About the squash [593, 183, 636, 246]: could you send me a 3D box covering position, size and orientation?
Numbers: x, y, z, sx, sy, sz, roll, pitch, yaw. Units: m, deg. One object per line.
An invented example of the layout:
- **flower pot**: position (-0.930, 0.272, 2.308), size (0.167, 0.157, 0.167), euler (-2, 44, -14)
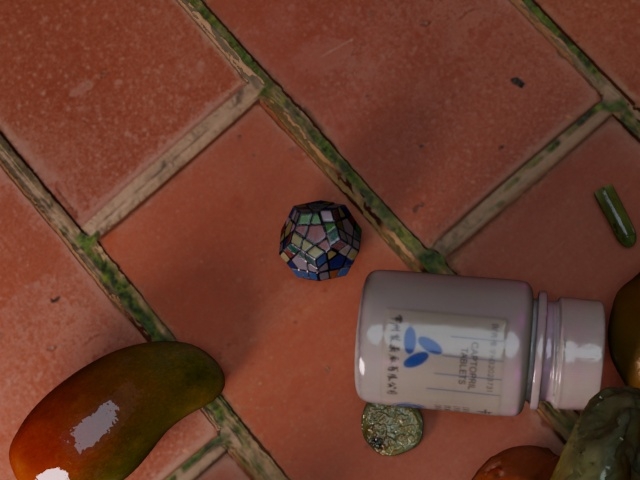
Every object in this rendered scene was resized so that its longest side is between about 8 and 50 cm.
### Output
- **squash**: position (0.380, -0.030, 1.698), size (0.027, 0.027, 0.083), euler (-26, 77, 2)

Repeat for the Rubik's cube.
- **Rubik's cube**: position (0.000, 0.000, 1.710), size (0.093, 0.111, 0.111), euler (-28, 76, 30)

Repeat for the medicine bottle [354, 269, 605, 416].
- **medicine bottle**: position (0.193, 0.127, 1.623), size (0.292, 0.170, 0.170), euler (4, 80, 7)

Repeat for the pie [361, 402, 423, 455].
- **pie**: position (0.091, 0.232, 1.694), size (0.085, 0.017, 0.085), euler (-2, 80, 9)

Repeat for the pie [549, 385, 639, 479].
- **pie**: position (0.333, 0.356, 1.437), size (0.180, 0.418, 0.395), euler (7, 80, 36)

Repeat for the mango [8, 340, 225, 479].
- **mango**: position (-0.266, 0.222, 1.691), size (0.289, 0.129, 0.146), euler (-41, 75, -10)

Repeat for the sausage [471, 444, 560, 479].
- **sausage**: position (0.228, 0.374, 1.582), size (0.153, 0.141, 0.268), euler (13, 81, 24)

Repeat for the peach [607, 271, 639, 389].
- **peach**: position (0.477, 0.118, 1.600), size (0.251, 0.153, 0.251), euler (-3, 77, 14)
